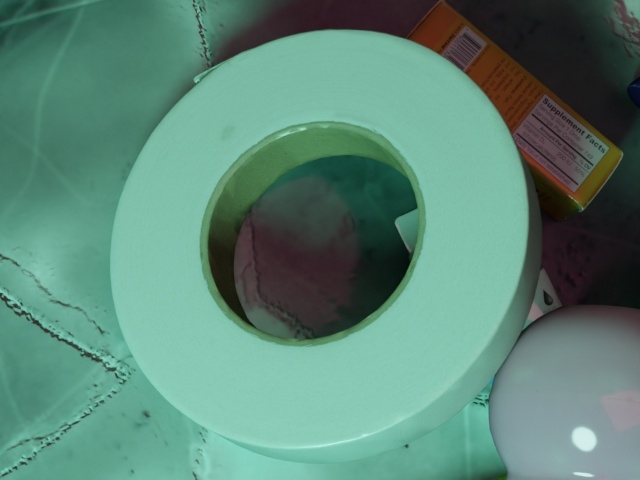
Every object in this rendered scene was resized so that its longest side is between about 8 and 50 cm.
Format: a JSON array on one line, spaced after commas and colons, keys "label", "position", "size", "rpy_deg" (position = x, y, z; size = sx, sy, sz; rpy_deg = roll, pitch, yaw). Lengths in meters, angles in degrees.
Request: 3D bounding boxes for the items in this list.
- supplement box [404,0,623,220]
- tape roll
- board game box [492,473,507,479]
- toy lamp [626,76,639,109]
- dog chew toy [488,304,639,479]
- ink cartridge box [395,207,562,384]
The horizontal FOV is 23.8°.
[{"label": "supplement box", "position": [0.173, -0.122, 1.454], "size": [0.233, 0.078, 0.080], "rpy_deg": [42, 78, -2]}, {"label": "tape roll", "position": [0.000, 0.000, 1.340], "size": [0.392, 0.072, 0.392], "rpy_deg": [-7, 69, 18]}, {"label": "board game box", "position": [0.223, 0.329, 1.410], "size": [0.316, 0.064, 0.242], "rpy_deg": [-22, 87, -12]}, {"label": "toy lamp", "position": [0.409, -0.235, 1.495], "size": [0.080, 0.080, 0.275], "rpy_deg": [39, 84, -2]}, {"label": "dog chew toy", "position": [0.236, 0.227, 1.288], "size": [0.206, 0.206, 0.332], "rpy_deg": [9, 78, -6]}, {"label": "ink cartridge box", "position": [0.155, 0.037, 1.443], "size": [0.104, 0.060, 0.180], "rpy_deg": [-26, 88, -8]}]
